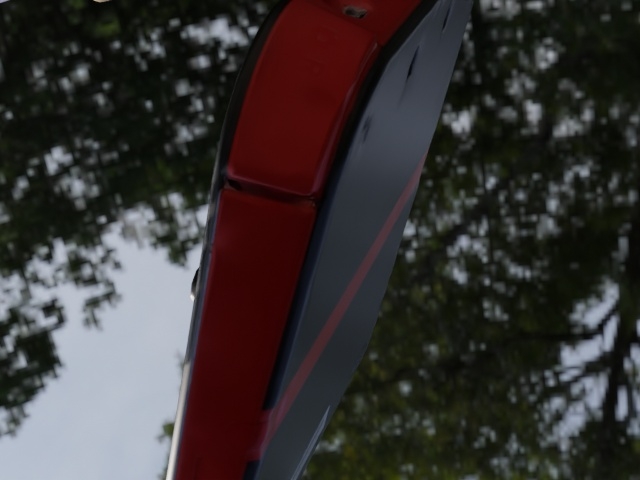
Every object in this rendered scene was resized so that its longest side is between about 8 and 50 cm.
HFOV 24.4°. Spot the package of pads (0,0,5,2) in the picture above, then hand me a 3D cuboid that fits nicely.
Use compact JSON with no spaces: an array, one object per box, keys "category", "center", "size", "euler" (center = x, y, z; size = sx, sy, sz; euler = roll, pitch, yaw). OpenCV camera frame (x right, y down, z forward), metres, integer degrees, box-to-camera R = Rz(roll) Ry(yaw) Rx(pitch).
[{"category":"package of pads","center":[-0.266,-0.205,1.178],"size":[0.050,0.032,0.083],"euler":[-20,-173,11]}]

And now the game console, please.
[{"category":"game console","center":[0.000,0.000,0.815],"size":[0.060,0.342,0.386],"euler":[20,-153,8]}]
